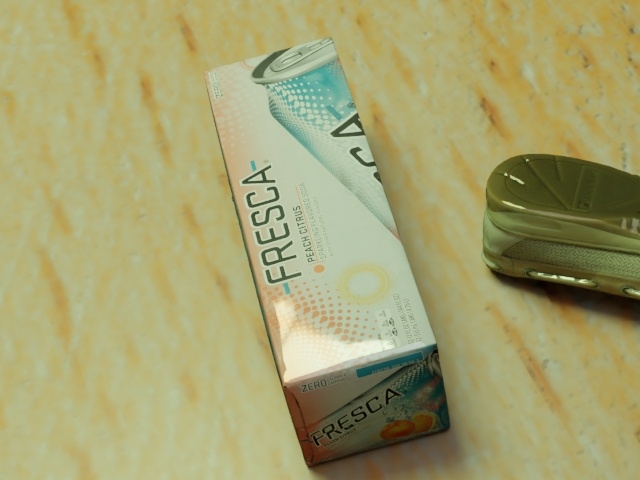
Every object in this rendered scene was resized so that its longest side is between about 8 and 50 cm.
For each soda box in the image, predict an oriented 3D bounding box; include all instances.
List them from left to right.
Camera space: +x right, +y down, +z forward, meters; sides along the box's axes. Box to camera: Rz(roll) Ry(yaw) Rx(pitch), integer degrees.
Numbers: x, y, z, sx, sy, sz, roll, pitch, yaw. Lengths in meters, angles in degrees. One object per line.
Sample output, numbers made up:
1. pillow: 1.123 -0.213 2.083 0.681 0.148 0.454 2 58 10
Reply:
1. soda box: 0.000 0.000 0.698 0.063 0.058 0.183 -15 49 -2

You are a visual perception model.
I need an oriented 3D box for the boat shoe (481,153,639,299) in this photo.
1. boat shoe: 0.140 0.007 0.680 0.153 0.048 0.056 12 40 12
